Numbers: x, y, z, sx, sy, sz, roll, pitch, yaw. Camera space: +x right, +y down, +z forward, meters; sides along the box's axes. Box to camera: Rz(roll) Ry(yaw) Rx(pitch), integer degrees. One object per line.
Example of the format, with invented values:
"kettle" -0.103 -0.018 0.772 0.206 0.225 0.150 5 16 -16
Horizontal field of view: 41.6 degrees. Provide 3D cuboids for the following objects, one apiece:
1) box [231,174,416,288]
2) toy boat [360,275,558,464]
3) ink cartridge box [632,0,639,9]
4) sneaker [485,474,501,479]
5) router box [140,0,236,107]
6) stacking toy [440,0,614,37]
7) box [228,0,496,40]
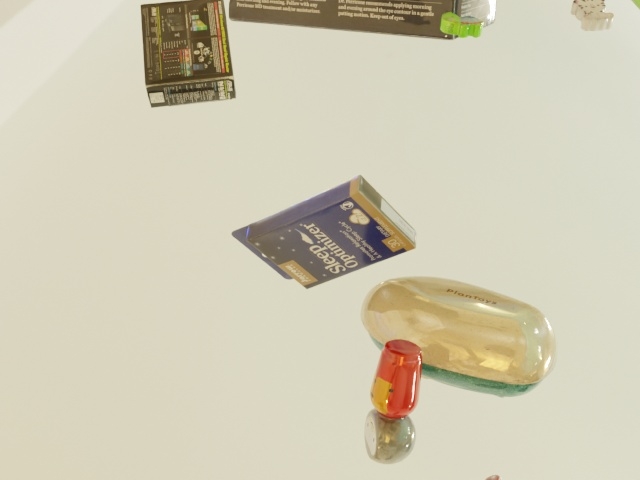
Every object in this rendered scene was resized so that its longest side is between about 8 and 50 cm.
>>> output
"box" 0.000 0.000 1.146 0.136 0.225 0.036 41 -139 -36
"toy boat" 0.143 0.155 1.069 0.267 0.148 0.318 17 -157 26
"ink cartridge box" 0.291 -0.121 0.449 0.273 0.115 0.198 46 -136 -6
"sneaker" 0.297 0.546 1.518 0.128 0.221 0.087 40 174 1
"router box" -0.142 -0.203 0.904 0.092 0.038 0.122 -7 -120 -4
"stacking toy" 0.246 -0.317 0.953 0.221 0.167 0.052 -5 -134 -5
"box" 0.060 -0.448 1.124 0.343 0.312 0.179 13 -154 25
